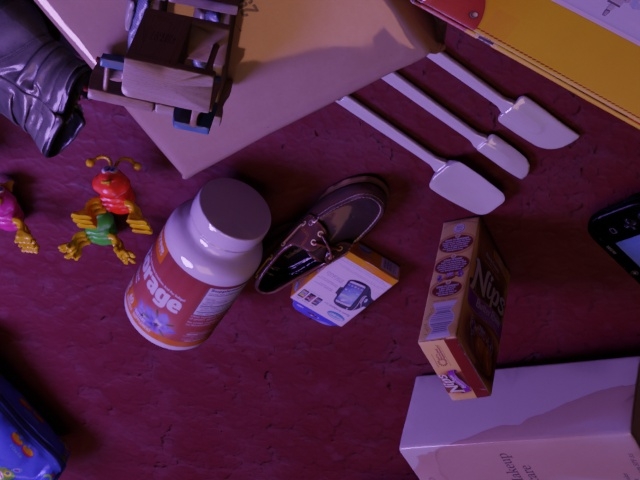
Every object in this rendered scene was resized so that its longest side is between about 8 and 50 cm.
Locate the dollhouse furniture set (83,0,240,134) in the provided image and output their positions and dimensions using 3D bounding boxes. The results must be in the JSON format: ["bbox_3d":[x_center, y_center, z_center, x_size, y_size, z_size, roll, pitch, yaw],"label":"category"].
[{"bbox_3d":[-0.146,-0.149,1.386,0.129,0.183,0.129,12,127,0],"label":"dollhouse furniture set"}]

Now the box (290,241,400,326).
[{"bbox_3d":[0.026,0.055,1.967,0.081,0.028,0.136,31,135,-20],"label":"box"}]

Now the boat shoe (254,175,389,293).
[{"bbox_3d":[0.000,0.000,1.883,0.073,0.073,0.207,38,129,-21],"label":"boat shoe"}]

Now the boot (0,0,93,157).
[{"bbox_3d":[-0.337,-0.145,1.736,0.161,0.083,0.246,50,134,14],"label":"boot"}]

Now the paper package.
[{"bbox_3d":[-0.093,-0.267,1.510,0.309,0.168,0.325,-26,120,23],"label":"paper package"}]

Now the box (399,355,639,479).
[{"bbox_3d":[0.273,0.244,2.018,0.311,0.121,0.148,-9,134,30],"label":"box"}]

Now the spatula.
[{"bbox_3d":[0.139,-0.129,1.759,0.242,0.019,0.168,32,134,-21],"label":"spatula"}]

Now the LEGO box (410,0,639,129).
[{"bbox_3d":[0.392,-0.271,1.433,0.500,0.193,0.372,27,134,-16],"label":"LEGO box"}]

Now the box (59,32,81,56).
[{"bbox_3d":[-0.150,-0.239,1.684,0.233,0.044,0.159,16,135,-5],"label":"box"}]

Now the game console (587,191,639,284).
[{"bbox_3d":[0.441,0.071,1.888,0.213,0.044,0.361,-29,123,34],"label":"game console"}]

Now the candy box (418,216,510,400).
[{"bbox_3d":[0.168,0.077,1.844,0.053,0.186,0.109,-10,133,25],"label":"candy box"}]

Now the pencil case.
[{"bbox_3d":[-0.456,0.234,2.180,0.133,0.119,0.306,8,143,37],"label":"pencil case"}]

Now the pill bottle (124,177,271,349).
[{"bbox_3d":[-0.143,0.026,1.903,0.121,0.121,0.216,23,135,-13],"label":"pill bottle"}]

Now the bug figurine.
[{"bbox_3d":[-0.326,-0.044,1.874,0.279,0.072,0.216,6,159,3],"label":"bug figurine"}]
